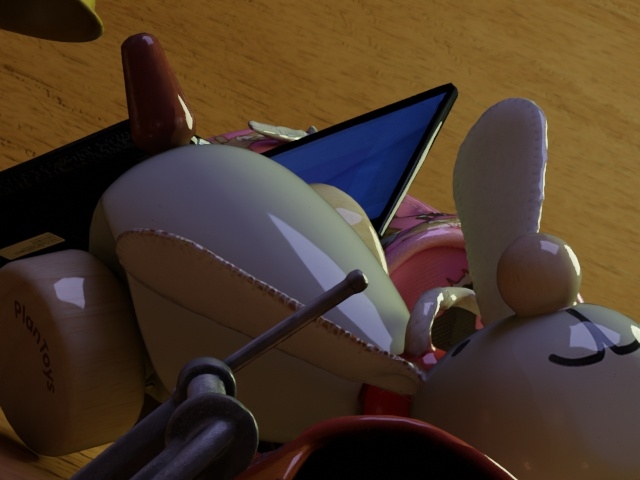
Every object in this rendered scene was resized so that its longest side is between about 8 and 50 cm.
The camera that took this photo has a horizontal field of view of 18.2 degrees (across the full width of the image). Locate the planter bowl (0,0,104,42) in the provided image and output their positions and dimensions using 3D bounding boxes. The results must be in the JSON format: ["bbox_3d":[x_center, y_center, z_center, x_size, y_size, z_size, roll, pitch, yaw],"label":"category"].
[{"bbox_3d":[-0.194,-0.184,0.992,0.217,0.090,0.217,20,-9,3],"label":"planter bowl"}]

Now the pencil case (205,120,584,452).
[{"bbox_3d":[0.006,0.035,1.146,0.160,0.167,0.386,-17,18,-18],"label":"pencil case"}]

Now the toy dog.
[{"bbox_3d":[0.000,0.000,0.742,0.333,0.161,0.220,-1,15,37],"label":"toy dog"}]

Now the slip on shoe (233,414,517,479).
[{"bbox_3d":[0.013,0.093,0.497,0.123,0.101,0.331,21,0,-12],"label":"slip on shoe"}]

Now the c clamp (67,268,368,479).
[{"bbox_3d":[-0.045,0.055,0.522,0.022,0.137,0.161,52,4,-5],"label":"c clamp"}]

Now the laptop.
[{"bbox_3d":[-0.089,-0.035,1.022,0.234,0.137,0.264,-19,-29,32],"label":"laptop"}]
